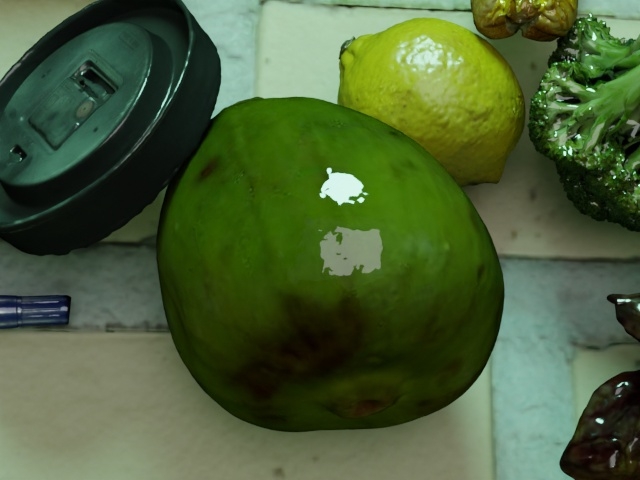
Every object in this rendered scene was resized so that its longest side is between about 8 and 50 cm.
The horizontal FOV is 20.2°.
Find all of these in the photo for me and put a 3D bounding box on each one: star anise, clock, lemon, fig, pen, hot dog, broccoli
[{"bbox_3d":[0.244,0.071,1.059,0.190,0.126,0.220,17,85,-12],"label":"star anise"},{"bbox_3d":[-0.140,-0.072,1.090,0.040,0.184,0.184,46,70,-37],"label":"clock"},{"bbox_3d":[0.068,-0.087,1.140,0.133,0.109,0.109,38,74,2],"label":"lemon"},{"bbox_3d":[0.000,0.000,1.070,0.203,0.203,0.225,-11,57,-9],"label":"fig"},{"bbox_3d":[-0.257,0.046,1.112,0.204,0.025,0.025,-2,75,-7],"label":"pen"},{"bbox_3d":[0.134,-0.172,1.159,0.071,0.045,0.165,9,31,5],"label":"hot dog"},{"bbox_3d":[0.198,-0.073,1.134,0.162,0.138,0.146,12,47,-17],"label":"broccoli"}]
